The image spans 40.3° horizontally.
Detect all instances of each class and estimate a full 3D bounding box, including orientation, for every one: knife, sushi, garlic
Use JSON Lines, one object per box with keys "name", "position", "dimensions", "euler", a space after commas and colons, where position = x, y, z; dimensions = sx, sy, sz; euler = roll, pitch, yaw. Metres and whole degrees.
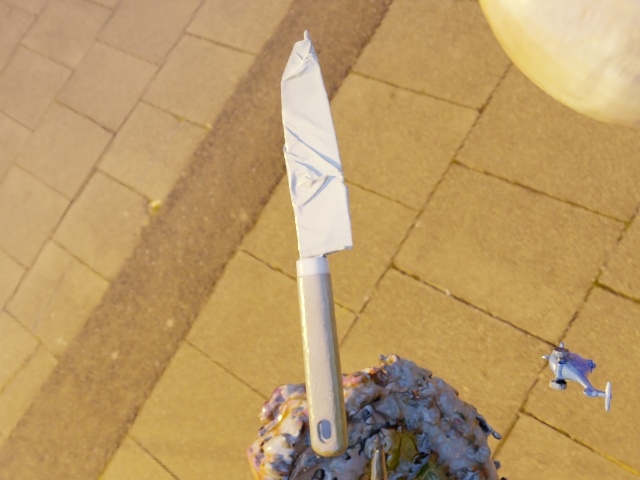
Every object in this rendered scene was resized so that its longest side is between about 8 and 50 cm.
{"name": "knife", "position": [0.001, 0.000, 0.611], "dimensions": [0.047, 0.017, 0.297], "euler": [-8, 84, 24]}
{"name": "sushi", "position": [0.091, 0.363, 1.237], "dimensions": [0.417, 0.417, 0.176], "euler": [-66, 16, -11]}
{"name": "garlic", "position": [0.275, -0.182, 0.620], "dimensions": [0.151, 0.338, 0.196], "euler": [114, 149, -49]}

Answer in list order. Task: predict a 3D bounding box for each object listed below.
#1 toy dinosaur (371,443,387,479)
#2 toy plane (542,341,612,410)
{"name": "toy dinosaur", "position": [0.128, 0.216, 0.565], "dimensions": [0.187, 0.087, 0.179], "euler": [-4, 87, 19]}
{"name": "toy plane", "position": [0.327, 0.168, 1.103], "dimensions": [0.062, 0.167, 0.054], "euler": [1, 100, 0]}
